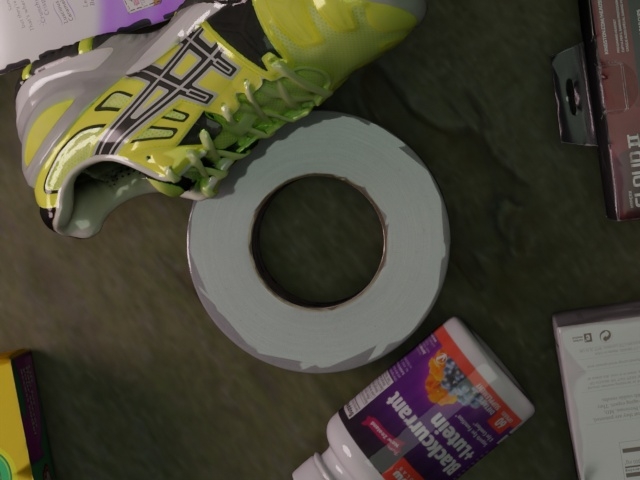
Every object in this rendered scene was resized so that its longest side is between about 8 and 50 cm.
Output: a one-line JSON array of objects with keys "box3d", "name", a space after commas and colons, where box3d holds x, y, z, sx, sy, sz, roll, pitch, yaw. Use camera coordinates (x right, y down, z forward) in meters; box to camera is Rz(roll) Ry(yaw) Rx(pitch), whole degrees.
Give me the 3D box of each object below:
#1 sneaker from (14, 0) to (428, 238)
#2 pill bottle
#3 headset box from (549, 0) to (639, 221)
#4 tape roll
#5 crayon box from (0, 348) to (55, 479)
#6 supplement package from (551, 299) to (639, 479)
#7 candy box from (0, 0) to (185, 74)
[{"box3d": [-0.075, -0.111, 1.578, 0.385, 0.145, 0.147, -22, 62, 31], "name": "sneaker"}, {"box3d": [0.074, 0.162, 1.649, 0.193, 0.108, 0.108, -41, 89, 5], "name": "pill bottle"}, {"box3d": [0.337, -0.137, 1.616, 0.293, 0.110, 0.218, -8, 91, 4], "name": "headset box"}, {"box3d": [0.000, 0.000, 1.666, 0.219, 0.072, 0.219, 0, 92, 3], "name": "tape roll"}, {"box3d": [-0.371, 0.300, 1.686, 0.313, 0.106, 0.363, -11, 92, 4], "name": "crayon box"}, {"box3d": [0.274, 0.175, 1.621, 0.134, 0.139, 0.244, -9, 93, 5], "name": "supplement package"}, {"box3d": [-0.200, -0.245, 1.637, 0.196, 0.070, 0.165, -15, 100, 20], "name": "candy box"}]
